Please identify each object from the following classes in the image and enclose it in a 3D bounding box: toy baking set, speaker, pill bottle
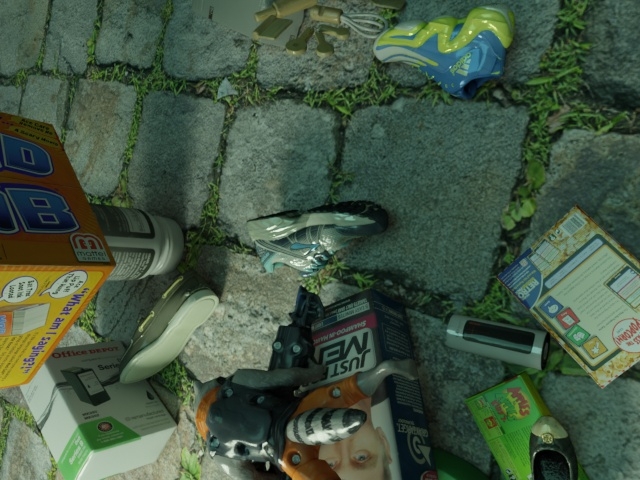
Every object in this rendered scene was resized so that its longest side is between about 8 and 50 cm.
[{"bbox_3d":[0.010,-0.387,0.885,0.256,0.030,0.197,-31,59,-16],"label":"toy baking set"},{"bbox_3d":[0.255,0.145,0.730,0.136,0.055,0.055,8,90,35],"label":"speaker"},{"bbox_3d":[-0.447,0.006,1.075,0.161,0.283,0.161,-3,85,34],"label":"pill bottle"}]

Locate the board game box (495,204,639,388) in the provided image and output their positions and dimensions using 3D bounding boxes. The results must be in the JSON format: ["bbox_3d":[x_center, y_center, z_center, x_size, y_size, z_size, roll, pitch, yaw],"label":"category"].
[{"bbox_3d":[0.359,0.072,0.671,0.147,0.045,0.193,-48,63,21],"label":"board game box"}]

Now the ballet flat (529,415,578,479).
[{"bbox_3d":[0.295,0.313,0.637,0.057,0.049,0.173,-4,83,32],"label":"ballet flat"}]

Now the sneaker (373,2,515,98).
[{"bbox_3d":[0.183,-0.283,0.795,0.240,0.091,0.126,5,101,46],"label":"sneaker"}]

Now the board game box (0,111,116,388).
[{"bbox_3d":[-0.628,0.016,0.808,0.356,0.356,0.356,-46,63,23],"label":"board game box"}]

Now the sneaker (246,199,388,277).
[{"bbox_3d":[0.000,0.000,0.902,0.283,0.110,0.122,-6,101,36],"label":"sneaker"}]

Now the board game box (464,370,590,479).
[{"bbox_3d":[0.290,0.287,0.700,0.092,0.043,0.181,-36,68,26],"label":"board game box"}]

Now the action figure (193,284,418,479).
[{"bbox_3d":[-0.042,0.205,0.684,0.330,0.178,0.341,-8,64,32],"label":"action figure"}]

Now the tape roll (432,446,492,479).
[{"bbox_3d":[0.155,0.483,0.755,0.321,0.077,0.321,-4,83,34],"label":"tape roll"}]

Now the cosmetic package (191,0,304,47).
[{"bbox_3d":[-0.145,-0.485,1.013,0.238,0.107,0.127,35,120,34],"label":"cosmetic package"}]

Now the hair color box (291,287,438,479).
[{"bbox_3d":[0.059,0.265,0.756,0.174,0.105,0.347,-28,52,30],"label":"hair color box"}]

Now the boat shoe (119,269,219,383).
[{"bbox_3d":[-0.344,0.193,1.100,0.305,0.109,0.091,-46,62,15],"label":"boat shoe"}]

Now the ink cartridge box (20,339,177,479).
[{"bbox_3d":[-0.495,0.368,1.119,0.289,0.211,0.121,41,109,29],"label":"ink cartridge box"}]
